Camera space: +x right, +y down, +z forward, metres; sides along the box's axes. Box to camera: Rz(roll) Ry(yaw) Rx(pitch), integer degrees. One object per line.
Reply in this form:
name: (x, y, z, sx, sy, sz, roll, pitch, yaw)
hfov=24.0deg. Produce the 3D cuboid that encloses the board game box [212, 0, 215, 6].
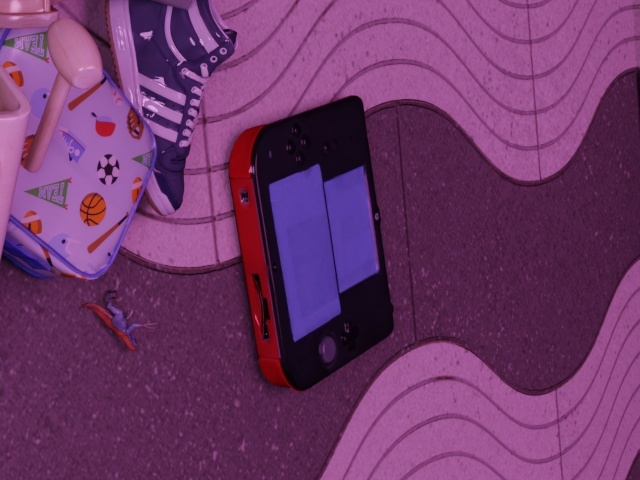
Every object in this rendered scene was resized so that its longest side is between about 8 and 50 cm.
board game box: (-0.194, -0.330, 1.954, 0.136, 0.035, 0.201, -18, 105, -54)

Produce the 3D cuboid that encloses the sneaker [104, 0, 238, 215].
sneaker: (-0.166, -0.175, 1.869, 0.099, 0.153, 0.282, -95, 175, -75)

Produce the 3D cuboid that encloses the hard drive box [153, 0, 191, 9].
hard drive box: (-0.211, -0.414, 1.780, 0.181, 0.089, 0.232, 15, 75, -10)

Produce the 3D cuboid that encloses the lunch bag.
lunch bag: (-0.328, -0.100, 1.692, 0.303, 0.115, 0.243, 45, 60, -44)

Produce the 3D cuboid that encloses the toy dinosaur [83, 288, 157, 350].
toy dinosaur: (-0.253, 0.104, 1.878, 0.090, 0.047, 0.082, -12, 112, -22)

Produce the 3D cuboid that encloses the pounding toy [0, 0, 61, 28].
pounding toy: (-0.323, -0.310, 1.562, 0.269, 0.154, 0.155, -38, 134, -60)

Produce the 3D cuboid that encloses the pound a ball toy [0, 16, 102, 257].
pound a ball toy: (-0.332, -0.052, 1.486, 0.208, 0.136, 0.319, -6, 131, -35)

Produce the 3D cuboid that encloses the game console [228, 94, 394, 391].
game console: (0.000, 0.000, 2.212, 0.342, 0.060, 0.387, -23, 109, -53)
